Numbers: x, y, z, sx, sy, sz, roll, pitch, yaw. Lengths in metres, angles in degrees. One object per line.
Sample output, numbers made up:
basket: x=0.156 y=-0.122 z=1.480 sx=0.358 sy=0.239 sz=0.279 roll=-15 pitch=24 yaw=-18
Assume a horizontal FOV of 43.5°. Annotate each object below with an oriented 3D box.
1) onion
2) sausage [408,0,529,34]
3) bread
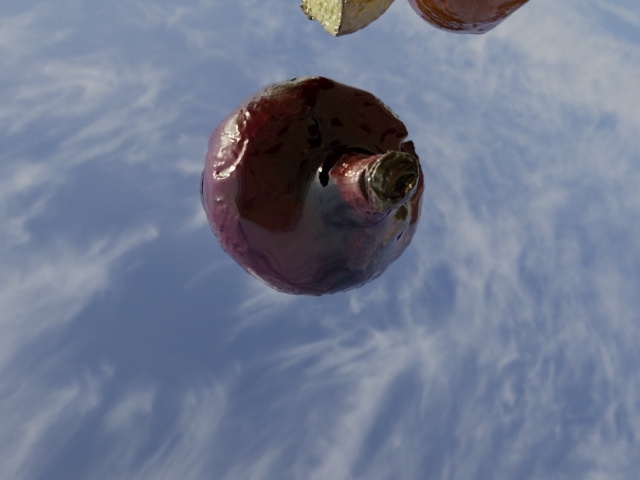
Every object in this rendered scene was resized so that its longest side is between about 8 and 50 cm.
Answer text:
onion: x=0.023 y=-0.074 z=1.320 sx=0.399 sy=0.398 sz=0.420 roll=9 pitch=-171 yaw=-29
sausage: x=0.168 y=-0.311 z=0.899 sx=0.141 sy=0.153 sz=0.268 roll=46 pitch=-170 yaw=-8
bread: x=0.070 y=-0.523 z=1.359 sx=0.179 sy=0.340 sz=0.194 roll=-16 pitch=-136 yaw=-18
